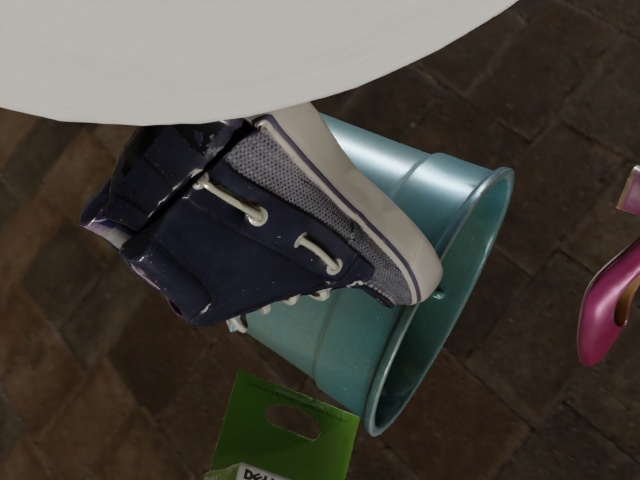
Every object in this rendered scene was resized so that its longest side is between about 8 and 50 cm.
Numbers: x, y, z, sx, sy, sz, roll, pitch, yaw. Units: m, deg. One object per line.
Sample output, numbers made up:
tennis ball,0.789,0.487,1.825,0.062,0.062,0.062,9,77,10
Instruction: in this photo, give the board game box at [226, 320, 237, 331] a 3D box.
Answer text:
board game box,-0.054,0.073,1.693,0.154,0.103,0.026,-17,67,-17

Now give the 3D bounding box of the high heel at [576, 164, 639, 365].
high heel,0.359,0.044,1.324,0.117,0.082,0.244,24,110,24

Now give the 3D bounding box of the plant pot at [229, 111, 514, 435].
plant pot,0.000,0.000,1.436,0.334,0.341,0.341,27,84,15

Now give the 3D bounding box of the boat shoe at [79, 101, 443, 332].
boat shoe,-0.036,0.003,0.876,0.127,0.340,0.158,34,83,38

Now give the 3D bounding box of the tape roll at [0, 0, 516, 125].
tape roll,-0.028,-0.156,0.347,0.286,0.286,0.100,-32,60,24

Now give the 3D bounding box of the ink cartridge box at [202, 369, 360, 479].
ink cartridge box,-0.035,0.291,1.425,0.097,0.189,0.255,-27,43,57
